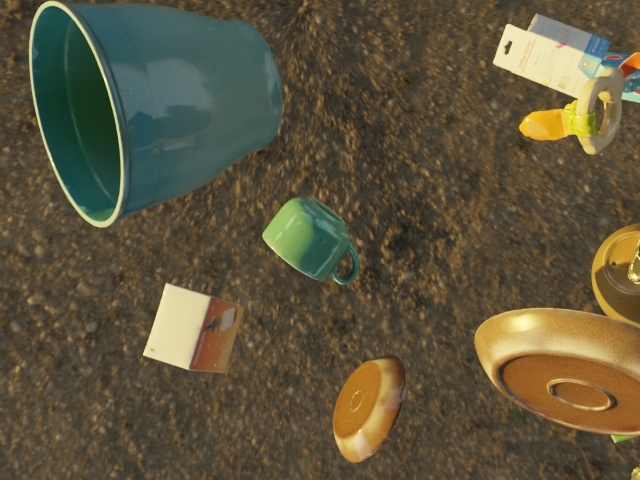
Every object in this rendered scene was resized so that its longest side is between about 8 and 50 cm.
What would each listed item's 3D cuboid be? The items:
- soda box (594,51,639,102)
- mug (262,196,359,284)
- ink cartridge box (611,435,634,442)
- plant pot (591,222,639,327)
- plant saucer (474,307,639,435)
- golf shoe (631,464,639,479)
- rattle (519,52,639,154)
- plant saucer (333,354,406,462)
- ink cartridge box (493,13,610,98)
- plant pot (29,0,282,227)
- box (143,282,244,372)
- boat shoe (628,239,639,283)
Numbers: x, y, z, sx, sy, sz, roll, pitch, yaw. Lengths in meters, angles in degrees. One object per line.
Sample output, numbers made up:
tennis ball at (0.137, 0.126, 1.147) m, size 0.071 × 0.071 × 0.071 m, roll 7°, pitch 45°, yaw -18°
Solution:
soda box at (0.603, -0.317, 1.466) m, size 0.071 × 0.210 × 0.067 m, roll -27°, pitch 126°, yaw -32°
mug at (-0.007, -0.006, 1.248) m, size 0.157 × 0.129 × 0.097 m, roll 27°, pitch 103°, yaw -46°
ink cartridge box at (0.615, 0.264, 1.386) m, size 0.208 × 0.087 × 0.153 m, roll -19°, pitch 84°, yaw 16°
plant pot at (0.639, 0.061, 1.481) m, size 0.237 × 0.254 × 0.237 m, roll -6°, pitch 78°, yaw 28°
plant saucer at (0.358, 0.193, 1.029) m, size 0.310 × 0.310 × 0.050 m, roll 30°, pitch 61°, yaw -10°
golf shoe at (0.500, 0.324, 1.044) m, size 0.077 × 0.198 × 0.094 m, roll 29°, pitch 88°, yaw -2°
rattle at (0.473, -0.250, 1.341) m, size 0.130 × 0.142 × 0.200 m, roll 38°, pitch 70°, yaw -24°
plant saucer at (0.075, 0.283, 1.309) m, size 0.036 × 0.199 × 0.199 m, roll 30°, pitch 105°, yaw -19°
ink cartridge box at (0.427, -0.349, 1.403) m, size 0.181 × 0.062 × 0.104 m, roll 25°, pitch 148°, yaw 11°
plant pot at (-0.201, -0.180, 0.978) m, size 0.255 × 0.271 × 0.272 m, roll -19°, pitch 111°, yaw -35°
box at (-0.219, 0.159, 1.336) m, size 0.091 × 0.170 × 0.130 m, roll 15°, pitch 83°, yaw 16°
boat shoe at (0.513, 0.014, 1.171) m, size 0.038 × 0.046 × 0.125 m, roll 0°, pitch 129°, yaw -37°
